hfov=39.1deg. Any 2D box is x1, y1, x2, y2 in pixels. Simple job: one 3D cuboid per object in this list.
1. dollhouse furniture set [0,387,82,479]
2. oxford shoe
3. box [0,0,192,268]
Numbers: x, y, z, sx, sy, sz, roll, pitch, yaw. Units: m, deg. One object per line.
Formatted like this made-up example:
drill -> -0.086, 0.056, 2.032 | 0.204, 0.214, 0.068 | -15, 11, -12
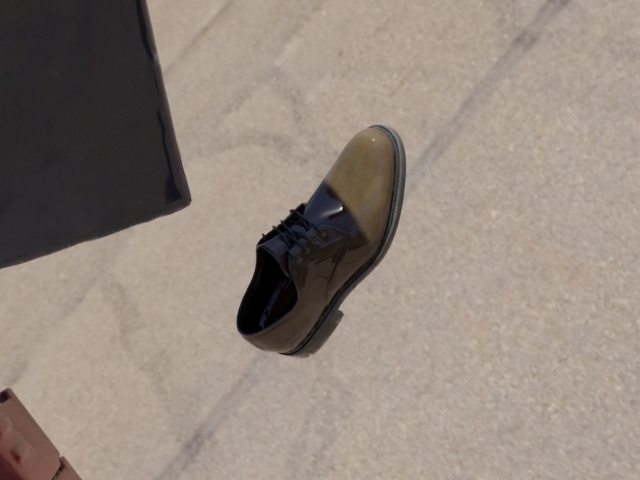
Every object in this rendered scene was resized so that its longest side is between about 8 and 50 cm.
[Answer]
dollhouse furniture set -> -0.269, 0.243, 0.572 | 0.201, 0.152, 0.374 | -37, 5, -5
oxford shoe -> 0.000, 0.000, 0.776 | 0.082, 0.096, 0.227 | 33, 100, 39
box -> -0.323, -0.274, 0.547 | 0.297, 0.472, 0.480 | -18, 36, -18
